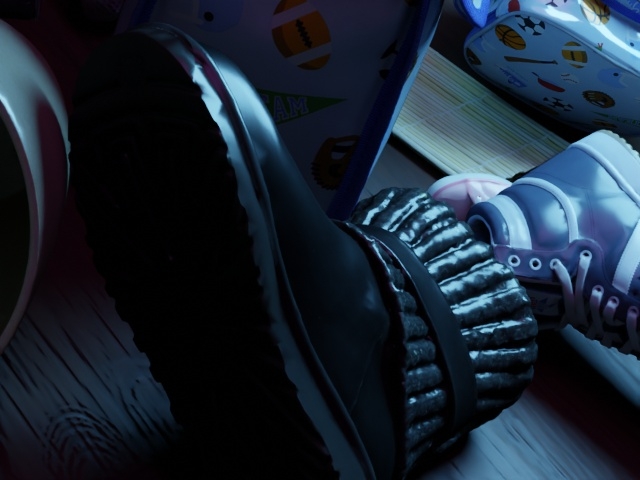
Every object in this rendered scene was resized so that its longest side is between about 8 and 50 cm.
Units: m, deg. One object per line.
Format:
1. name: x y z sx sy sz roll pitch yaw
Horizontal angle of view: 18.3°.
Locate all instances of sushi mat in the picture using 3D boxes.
1. sushi mat: 0.056 -0.145 1.681 0.316 0.019 0.151 38 38 21

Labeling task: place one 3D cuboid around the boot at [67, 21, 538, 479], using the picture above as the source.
1. boot: -0.003 0.001 1.236 0.131 0.348 0.260 -7 19 38

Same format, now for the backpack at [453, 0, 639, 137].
1. backpack: 0.242 -0.206 1.678 0.276 0.213 0.263 34 -8 -12

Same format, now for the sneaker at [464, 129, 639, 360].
1. sneaker: 0.215 0.050 1.402 0.153 0.099 0.282 -24 54 -18

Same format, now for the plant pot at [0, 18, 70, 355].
1. plant pot: -0.252 -0.050 1.199 0.256 0.256 0.274 25 18 3

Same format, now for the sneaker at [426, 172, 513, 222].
1. sneaker: 0.147 -0.008 1.516 0.134 0.051 0.070 15 29 -19

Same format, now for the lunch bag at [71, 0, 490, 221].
1. lunch bag: 0.005 -0.230 1.422 0.238 0.385 0.328 19 37 -5

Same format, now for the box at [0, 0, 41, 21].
1. box: -0.352 -0.269 1.442 0.295 0.073 0.293 3 34 -13

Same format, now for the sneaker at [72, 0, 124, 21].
1. sneaker: -0.226 -0.287 1.643 0.153 0.101 0.269 -4 58 3
